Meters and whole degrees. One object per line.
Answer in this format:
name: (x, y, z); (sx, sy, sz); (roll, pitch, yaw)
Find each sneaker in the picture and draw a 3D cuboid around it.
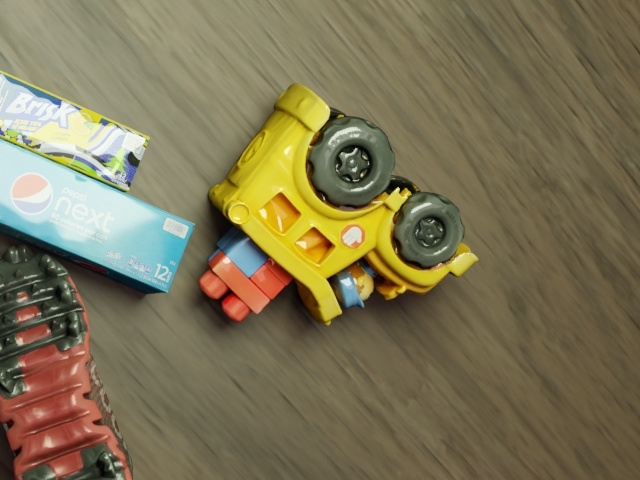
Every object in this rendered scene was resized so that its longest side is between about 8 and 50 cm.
sneaker: (-0.225, 0.142, 1.201); (0.097, 0.135, 0.276); (-17, 71, -10)

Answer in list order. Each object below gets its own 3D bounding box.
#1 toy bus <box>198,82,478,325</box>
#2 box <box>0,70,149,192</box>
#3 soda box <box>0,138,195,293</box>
toy bus: (0.000, 0.000, 1.280); (0.220, 0.149, 0.211); (42, 87, -18)
box: (-0.238, -0.097, 1.223); (0.169, 0.059, 0.054); (24, 80, -19)
soda box: (-0.222, -0.023, 1.220); (0.210, 0.071, 0.067); (25, 78, -19)
